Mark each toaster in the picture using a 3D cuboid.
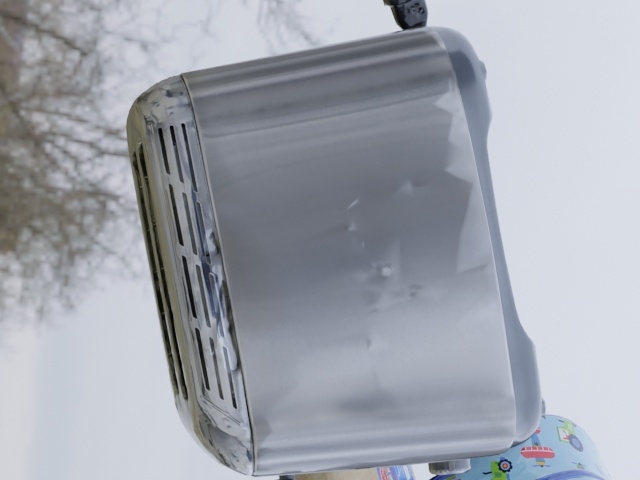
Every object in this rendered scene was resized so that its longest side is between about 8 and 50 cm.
[{"bbox_3d":[0.000,0.000,0.582,0.129,0.146,0.227,172,-92,-77],"label":"toaster"}]

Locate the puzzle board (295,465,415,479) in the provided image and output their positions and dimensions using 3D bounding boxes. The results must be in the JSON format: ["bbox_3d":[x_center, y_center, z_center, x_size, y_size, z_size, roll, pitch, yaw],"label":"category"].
[{"bbox_3d":[0.011,0.126,0.860,0.011,0.096,0.128,1,-65,47],"label":"puzzle board"}]

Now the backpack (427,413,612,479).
[{"bbox_3d":[0.105,0.190,0.730,0.117,0.173,0.158,48,-9,51],"label":"backpack"}]
